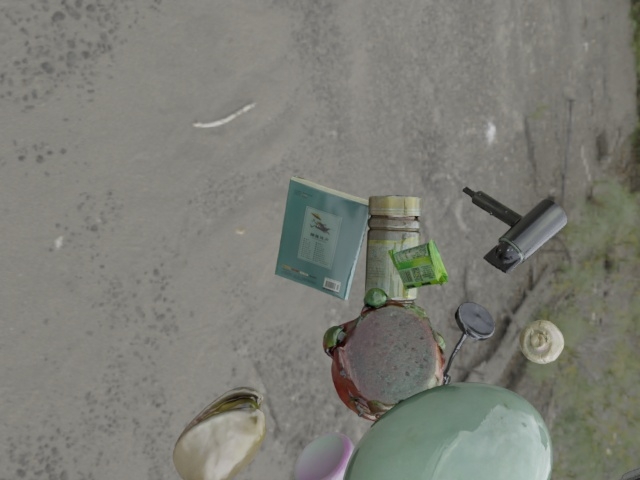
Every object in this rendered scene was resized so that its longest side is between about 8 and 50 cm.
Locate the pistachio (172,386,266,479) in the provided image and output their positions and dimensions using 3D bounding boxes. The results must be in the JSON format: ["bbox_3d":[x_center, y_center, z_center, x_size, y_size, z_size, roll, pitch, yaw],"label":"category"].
[{"bbox_3d":[-0.239,0.466,1.614,0.197,0.166,0.288,21,111,-28],"label":"pistachio"}]

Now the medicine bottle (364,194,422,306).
[{"bbox_3d":[0.204,0.037,1.909,0.151,0.151,0.323,2,91,-56],"label":"medicine bottle"}]

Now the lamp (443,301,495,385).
[{"bbox_3d":[0.389,0.327,1.851,0.130,0.108,0.371,-49,152,-47],"label":"lamp"}]

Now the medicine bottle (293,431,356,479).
[{"bbox_3d":[0.086,0.762,2.060,0.325,0.212,0.212,55,47,-21],"label":"medicine bottle"}]

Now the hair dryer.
[{"bbox_3d":[0.399,-0.046,1.553,0.195,0.248,0.078,-38,138,-14],"label":"hair dryer"}]

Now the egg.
[{"bbox_3d":[0.207,0.397,1.152,0.276,0.389,0.276,46,18,-20],"label":"egg"}]

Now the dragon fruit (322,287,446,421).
[{"bbox_3d":[0.141,0.251,1.445,0.130,0.268,0.295,89,-3,-68],"label":"dragon fruit"}]

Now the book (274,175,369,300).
[{"bbox_3d":[0.000,0.000,2.115,0.031,0.264,0.379,-58,165,-53],"label":"book"}]

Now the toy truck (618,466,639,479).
[{"bbox_3d":[0.738,0.613,1.482,0.177,0.161,0.213,35,35,-27],"label":"toy truck"}]

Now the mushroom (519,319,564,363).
[{"bbox_3d":[0.421,0.193,1.298,0.067,0.083,0.084,21,74,-54],"label":"mushroom"}]

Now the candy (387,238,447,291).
[{"bbox_3d":[0.208,0.056,1.457,0.032,0.178,0.102,-18,88,-25],"label":"candy"}]
